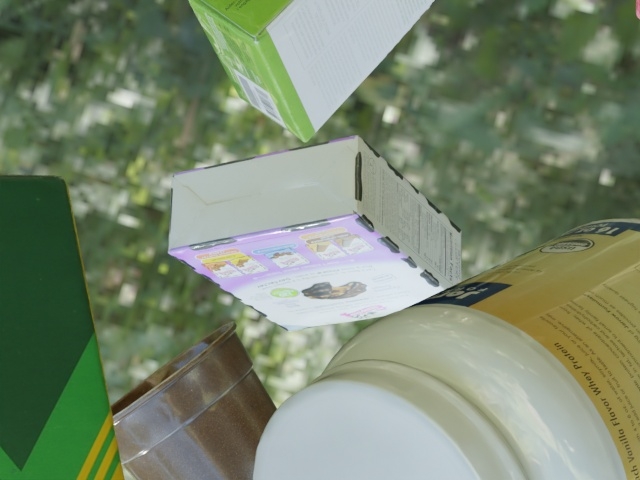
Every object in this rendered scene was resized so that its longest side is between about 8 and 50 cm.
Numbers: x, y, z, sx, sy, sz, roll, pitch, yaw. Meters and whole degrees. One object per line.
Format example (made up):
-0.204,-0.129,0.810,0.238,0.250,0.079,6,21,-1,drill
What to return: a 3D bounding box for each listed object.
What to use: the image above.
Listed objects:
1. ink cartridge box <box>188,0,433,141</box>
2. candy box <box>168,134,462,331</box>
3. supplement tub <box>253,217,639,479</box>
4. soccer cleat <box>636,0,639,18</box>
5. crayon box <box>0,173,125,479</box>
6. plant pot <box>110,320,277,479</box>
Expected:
0.015,-0.251,1.882,0.097,0.255,0.189,35,166,29,ink cartridge box
0.000,0.000,1.527,0.164,0.070,0.196,-11,154,25,candy box
0.133,0.129,1.206,0.228,0.228,0.316,6,-161,41,supplement tub
0.346,-0.298,1.749,0.108,0.116,0.318,23,165,6,soccer cleat
-0.184,0.201,1.020,0.106,0.313,0.363,1,133,-17,crayon box
-0.095,0.185,1.717,0.165,0.167,0.167,53,163,-4,plant pot
